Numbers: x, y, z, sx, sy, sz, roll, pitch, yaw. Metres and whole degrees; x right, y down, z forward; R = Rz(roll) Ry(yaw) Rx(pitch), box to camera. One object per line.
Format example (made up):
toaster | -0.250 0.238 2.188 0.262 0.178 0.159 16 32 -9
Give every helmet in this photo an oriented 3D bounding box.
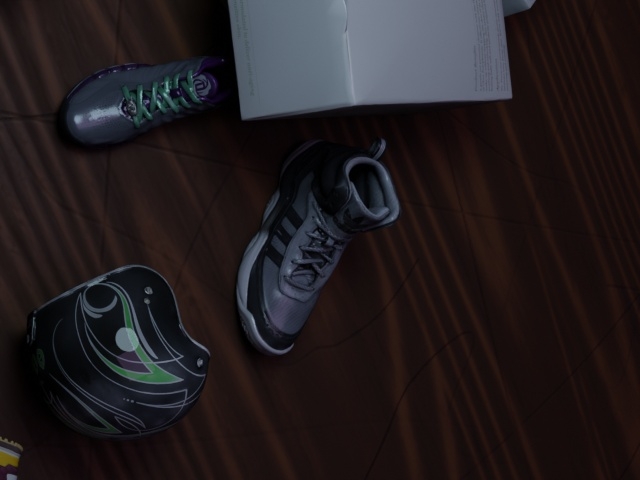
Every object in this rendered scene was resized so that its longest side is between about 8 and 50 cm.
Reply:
helmet | -0.200 0.122 1.281 0.169 0.169 0.161 -22 83 -36

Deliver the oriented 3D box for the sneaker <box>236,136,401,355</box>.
sneaker | 0.000 0.000 1.444 0.101 0.153 0.268 28 69 -31

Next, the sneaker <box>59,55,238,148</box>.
sneaker | -0.170 -0.161 1.369 0.224 0.098 0.083 -25 100 -36

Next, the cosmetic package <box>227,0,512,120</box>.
cosmetic package | 0.066 -0.240 1.451 0.366 0.155 0.196 -8 93 -54

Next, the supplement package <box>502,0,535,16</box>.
supplement package | 0.255 -0.390 1.702 0.105 0.105 0.179 48 61 -23

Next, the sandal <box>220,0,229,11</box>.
sandal | -0.165 -0.350 1.387 0.086 0.120 0.302 -46 113 -16

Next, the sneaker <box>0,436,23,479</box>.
sneaker | -0.370 0.212 1.202 0.186 0.070 0.083 21 68 -32
